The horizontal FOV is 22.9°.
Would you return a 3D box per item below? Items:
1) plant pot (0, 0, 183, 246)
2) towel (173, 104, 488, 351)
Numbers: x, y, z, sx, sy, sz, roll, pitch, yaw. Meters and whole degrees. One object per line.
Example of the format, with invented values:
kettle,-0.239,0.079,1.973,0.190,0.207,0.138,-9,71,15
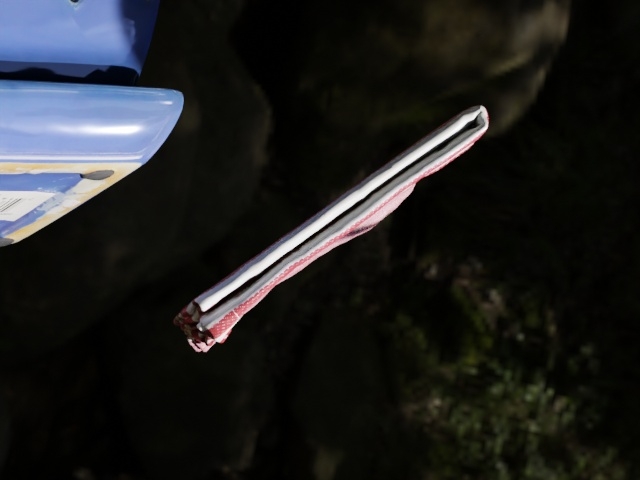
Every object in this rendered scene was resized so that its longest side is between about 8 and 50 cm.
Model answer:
plant pot,-0.222,-0.115,0.883,0.236,0.236,0.212,-2,74,-40
towel,0.000,0.000,1.151,0.237,0.037,0.329,-36,180,-8
